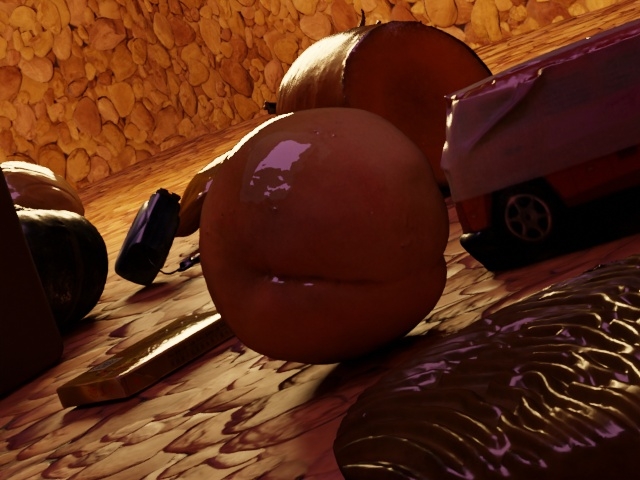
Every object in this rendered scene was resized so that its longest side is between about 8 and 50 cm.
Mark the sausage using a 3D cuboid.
[{"bbox_3d":[-0.077,-0.082,2.119,0.328,0.112,0.112,-28,10,-27],"label":"sausage"}]

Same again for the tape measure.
[{"bbox_3d":[-0.146,0.013,1.909,0.179,0.104,0.107,10,-26,-15],"label":"tape measure"}]

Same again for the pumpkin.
[{"bbox_3d":[-0.342,0.036,1.809,0.223,0.157,0.223,-3,0,0],"label":"pumpkin"}]

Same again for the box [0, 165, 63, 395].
[{"bbox_3d":[-0.454,0.073,1.617,0.339,0.229,0.239,-16,10,34],"label":"box"}]

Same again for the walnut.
[{"bbox_3d":[-0.392,0.004,2.013,0.221,0.195,0.195,-17,9,11],"label":"walnut"}]

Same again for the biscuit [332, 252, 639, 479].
[{"bbox_3d":[0.153,0.057,0.843,0.318,0.040,0.318,-22,8,3],"label":"biscuit"}]

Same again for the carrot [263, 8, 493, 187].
[{"bbox_3d":[0.051,-0.146,1.835,0.193,0.214,0.331,-24,5,-23],"label":"carrot"}]

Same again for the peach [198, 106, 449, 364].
[{"bbox_3d":[0.000,0.000,1.134,0.184,0.184,0.184,-21,8,3],"label":"peach"}]

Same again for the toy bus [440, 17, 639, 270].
[{"bbox_3d":[0.235,-0.087,1.224,0.302,0.147,0.127,-17,4,22],"label":"toy bus"}]

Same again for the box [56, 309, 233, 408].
[{"bbox_3d":[-0.140,0.098,1.383,0.089,0.022,0.156,-16,10,42],"label":"box"}]
